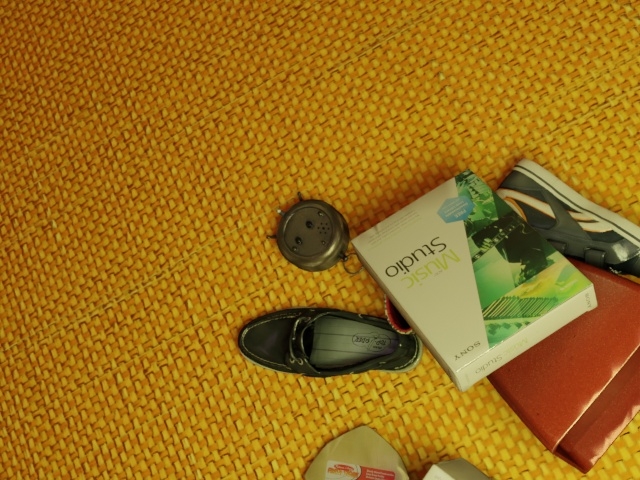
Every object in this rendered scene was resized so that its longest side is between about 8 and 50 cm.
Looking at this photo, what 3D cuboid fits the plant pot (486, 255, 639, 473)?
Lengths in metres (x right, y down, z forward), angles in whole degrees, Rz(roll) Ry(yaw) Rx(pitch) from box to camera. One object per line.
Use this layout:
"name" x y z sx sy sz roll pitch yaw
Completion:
"plant pot" 0.376 0.167 1.330 0.236 0.267 0.267 39 91 33

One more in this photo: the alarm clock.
"alarm clock" 0.000 0.000 1.575 0.192 0.064 0.129 34 89 17

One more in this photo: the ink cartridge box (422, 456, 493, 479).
"ink cartridge box" 0.190 0.487 1.247 0.198 0.197 0.270 34 93 24

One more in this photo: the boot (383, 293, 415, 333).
"boot" 0.171 0.056 1.443 0.085 0.179 0.236 -7 77 27

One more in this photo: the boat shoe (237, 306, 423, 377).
"boat shoe" 0.002 0.177 1.503 0.340 0.113 0.127 7 80 18

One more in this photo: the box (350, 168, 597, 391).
"box" 0.217 0.046 1.290 0.232 0.058 0.322 -32 46 -5

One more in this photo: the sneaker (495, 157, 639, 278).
"sneaker" 0.421 -0.002 1.417 0.321 0.126 0.127 38 86 31

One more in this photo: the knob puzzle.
"knob puzzle" 0.068 0.415 1.474 0.213 0.030 0.213 -4 77 16
